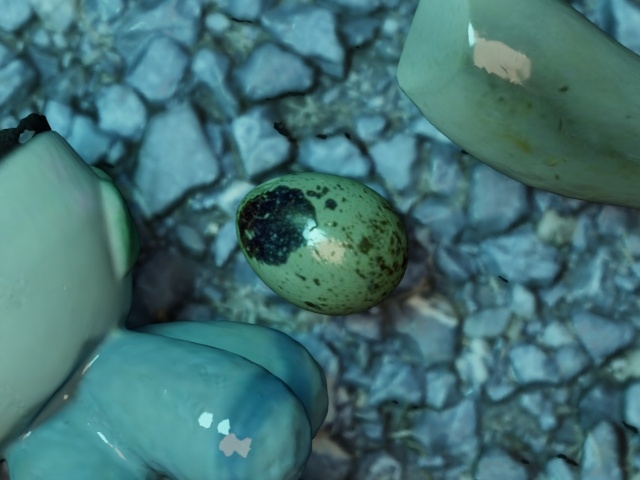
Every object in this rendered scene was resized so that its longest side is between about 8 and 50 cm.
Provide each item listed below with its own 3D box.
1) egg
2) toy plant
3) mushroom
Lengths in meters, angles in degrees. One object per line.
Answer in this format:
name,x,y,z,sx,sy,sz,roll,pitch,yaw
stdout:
egg,0.000,0.000,1.026,0.110,0.085,0.085,26,99,9
toy plant,-0.119,0.112,0.989,0.332,0.247,0.247,41,100,-2
mushroom,0.178,-0.075,0.996,0.270,0.103,0.118,17,105,-6
